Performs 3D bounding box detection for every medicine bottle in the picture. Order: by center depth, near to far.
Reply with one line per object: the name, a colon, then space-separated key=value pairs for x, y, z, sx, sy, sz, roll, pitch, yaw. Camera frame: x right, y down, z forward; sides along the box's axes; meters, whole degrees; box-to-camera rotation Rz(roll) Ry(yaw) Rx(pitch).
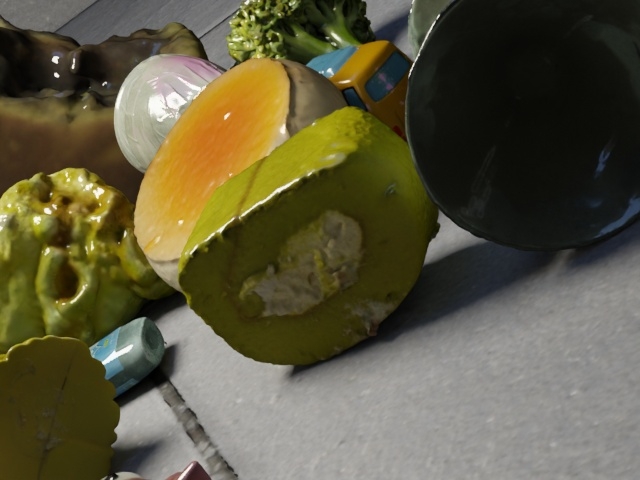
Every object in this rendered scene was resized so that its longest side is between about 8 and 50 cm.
medicine bottle: x=-0.271 y=0.165 z=1.725 sx=0.208 sy=0.053 sz=0.090 roll=-33 pitch=22 yaw=13

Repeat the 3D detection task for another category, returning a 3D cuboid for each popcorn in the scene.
popcorn: x=-0.315 y=0.025 z=1.851 sx=0.286 sy=0.225 sz=0.173 roll=-34 pitch=25 yaw=6

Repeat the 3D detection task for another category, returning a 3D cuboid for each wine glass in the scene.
wine glass: x=0.204 y=-0.180 z=1.512 sx=0.267 sy=0.267 sz=0.406 roll=-31 pitch=17 yaw=11

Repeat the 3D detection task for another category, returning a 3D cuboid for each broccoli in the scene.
broccoli: x=-0.019 y=-0.282 z=2.112 sx=0.242 sy=0.180 sz=0.273 roll=-45 pitch=24 yaw=-26

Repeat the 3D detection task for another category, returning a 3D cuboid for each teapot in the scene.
teapot: x=-0.142 y=-0.132 z=1.962 sx=0.178 sy=0.221 sz=0.163 roll=14 pitch=57 yaw=48

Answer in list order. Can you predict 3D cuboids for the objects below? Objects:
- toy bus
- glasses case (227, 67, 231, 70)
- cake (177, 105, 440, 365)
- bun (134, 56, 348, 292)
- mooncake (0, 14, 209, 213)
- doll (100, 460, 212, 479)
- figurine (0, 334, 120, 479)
toy bus: x=0.034 y=-0.161 z=1.845 sx=0.209 sy=0.136 sz=0.126 roll=-10 pitch=32 yaw=49
glasses case: x=-0.149 y=-0.244 z=2.421 sx=0.021 sy=0.032 sz=0.083 roll=-14 pitch=30 yaw=38
cake: x=0.000 y=0.000 z=1.493 sx=0.260 sy=0.179 sz=0.156 roll=-31 pitch=24 yaw=28
bun: x=-0.065 y=-0.057 z=1.733 sx=0.299 sy=0.165 sz=0.299 roll=-35 pitch=38 yaw=33
mooncake: x=-0.362 y=-0.192 z=2.138 sx=0.393 sy=0.394 sz=0.246 roll=-48 pitch=20 yaw=6
doll: x=-0.176 y=0.273 z=1.310 sx=0.211 sy=0.093 sz=0.262 roll=-32 pitch=18 yaw=-9
figurine: x=-0.360 y=0.201 z=1.645 sx=0.168 sy=0.187 sz=0.315 roll=-10 pitch=2 yaw=-34
